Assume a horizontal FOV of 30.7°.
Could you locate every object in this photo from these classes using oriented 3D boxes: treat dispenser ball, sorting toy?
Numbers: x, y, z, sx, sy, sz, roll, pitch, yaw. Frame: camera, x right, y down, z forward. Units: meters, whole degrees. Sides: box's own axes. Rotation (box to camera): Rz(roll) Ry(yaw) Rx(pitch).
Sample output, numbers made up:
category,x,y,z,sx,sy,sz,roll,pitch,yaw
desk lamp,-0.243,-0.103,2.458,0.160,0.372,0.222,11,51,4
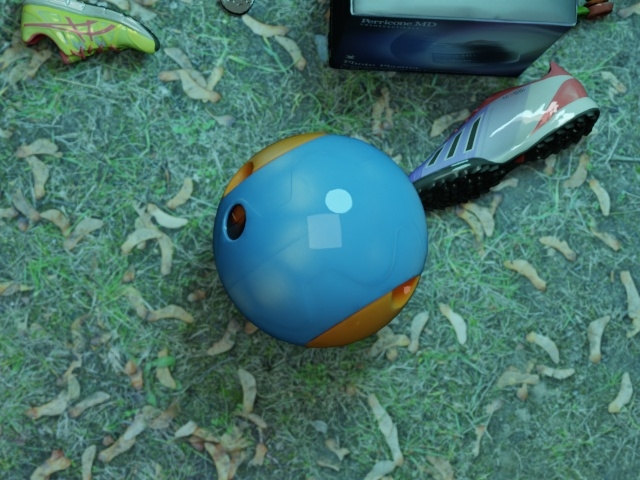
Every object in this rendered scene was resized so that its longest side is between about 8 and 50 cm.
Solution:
category,x,y,z,sx,sy,sz,roll,pitch,yaw
treat dispenser ball,0.000,0.000,1.556,0.288,0.288,0.288,1,84,-5
sorting toy,0.388,-0.351,1.741,0.102,0.061,0.042,-12,85,-29

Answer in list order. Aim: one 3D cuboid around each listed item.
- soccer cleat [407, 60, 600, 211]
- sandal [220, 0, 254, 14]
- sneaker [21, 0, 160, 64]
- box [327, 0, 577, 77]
category,x,y,z,sx,sy,sz,roll,pitch,yaw
soccer cleat,0.246,-0.149,1.698,0.318,0.109,0.116,-28,67,-5
sandal,-0.096,-0.419,1.715,0.067,0.040,0.179,20,83,-3
sneaker,-0.333,-0.292,1.669,0.208,0.081,0.094,16,90,3
box,0.169,-0.344,1.604,0.296,0.294,0.183,2,84,-4
